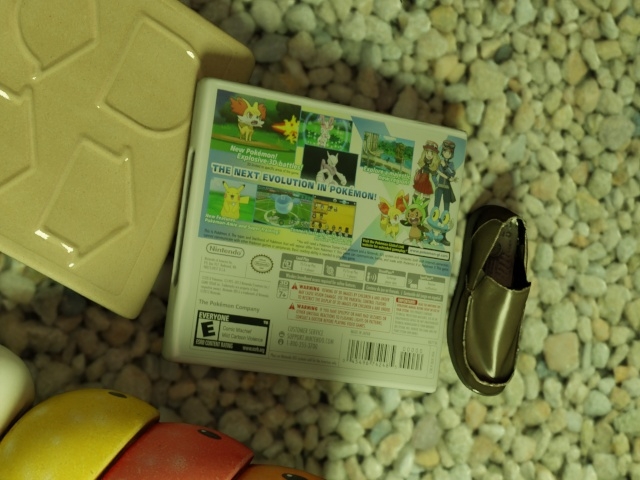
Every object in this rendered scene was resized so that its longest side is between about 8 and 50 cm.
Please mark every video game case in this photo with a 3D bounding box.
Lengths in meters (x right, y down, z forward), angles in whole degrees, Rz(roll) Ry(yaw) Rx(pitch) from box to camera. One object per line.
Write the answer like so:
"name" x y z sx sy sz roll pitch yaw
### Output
"video game case" 0.000 0.000 1.754 0.329 0.036 0.300 9 86 -27

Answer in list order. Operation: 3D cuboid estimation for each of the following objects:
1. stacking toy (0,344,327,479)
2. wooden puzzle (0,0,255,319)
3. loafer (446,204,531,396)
"stacking toy" -0.208 0.261 1.584 0.480 0.350 0.351 39 74 3
"wooden puzzle" -0.259 -0.131 1.655 0.348 0.080 0.322 33 75 -36
"loafer" 0.194 0.066 1.825 0.080 0.078 0.220 4 84 -19
